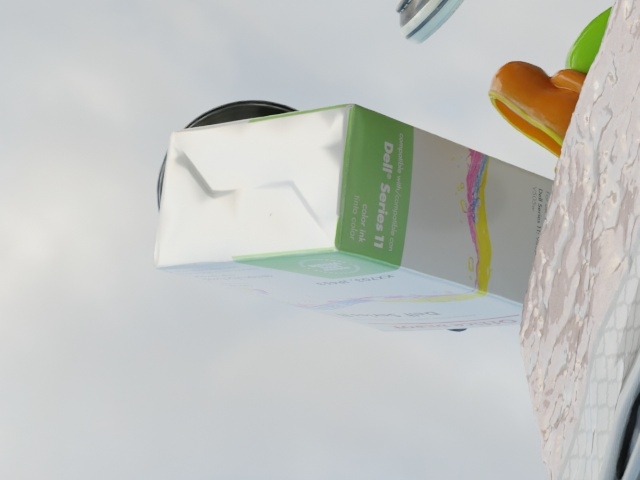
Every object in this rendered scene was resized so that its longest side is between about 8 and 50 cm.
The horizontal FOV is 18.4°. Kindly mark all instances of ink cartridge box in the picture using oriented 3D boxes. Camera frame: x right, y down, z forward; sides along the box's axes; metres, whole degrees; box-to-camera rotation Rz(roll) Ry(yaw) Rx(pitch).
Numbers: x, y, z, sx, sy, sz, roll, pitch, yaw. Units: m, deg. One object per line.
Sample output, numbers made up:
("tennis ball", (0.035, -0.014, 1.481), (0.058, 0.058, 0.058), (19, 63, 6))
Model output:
("ink cartridge box", (0.064, -0.002, 1.612), (0.353, 0.207, 0.119), (17, -106, -45))

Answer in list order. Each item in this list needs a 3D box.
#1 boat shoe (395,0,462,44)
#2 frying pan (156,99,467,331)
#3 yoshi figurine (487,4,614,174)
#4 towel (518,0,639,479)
("boat shoe", (0.199, -0.489, 2.507), (0.156, 0.500, 0.187), (24, -174, -3))
("frying pan", (-0.025, 0.014, 1.920), (0.326, 0.197, 0.053), (54, -164, -12))
("yoshi figurine", (0.284, -0.202, 1.527), (0.203, 0.362, 0.203), (41, 177, 5))
("towel", (0.178, -0.009, 1.091), (0.053, 0.332, 0.317), (12, -152, -6))
